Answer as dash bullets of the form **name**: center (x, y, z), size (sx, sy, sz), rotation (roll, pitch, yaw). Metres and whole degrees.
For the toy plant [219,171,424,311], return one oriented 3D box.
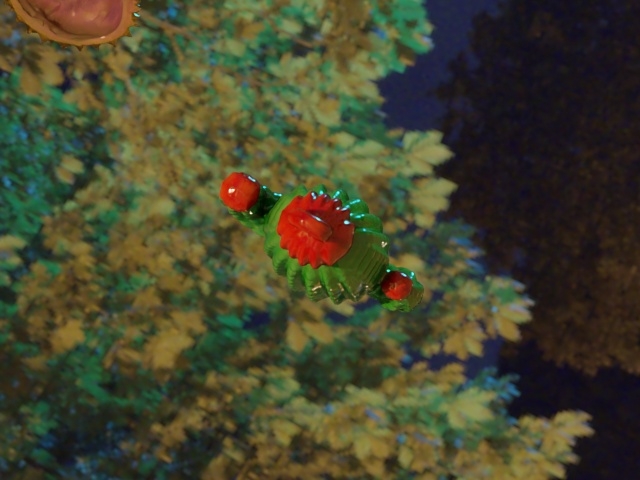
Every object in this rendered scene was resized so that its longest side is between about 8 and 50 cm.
- **toy plant**: center (-0.008, -0.004, 0.939), size (0.088, 0.155, 0.240), rotation (-60, -32, -2)

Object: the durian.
- **durian**: center (-0.340, -0.341, 1.618), size (0.182, 0.165, 0.132), rotation (8, -28, -32)
